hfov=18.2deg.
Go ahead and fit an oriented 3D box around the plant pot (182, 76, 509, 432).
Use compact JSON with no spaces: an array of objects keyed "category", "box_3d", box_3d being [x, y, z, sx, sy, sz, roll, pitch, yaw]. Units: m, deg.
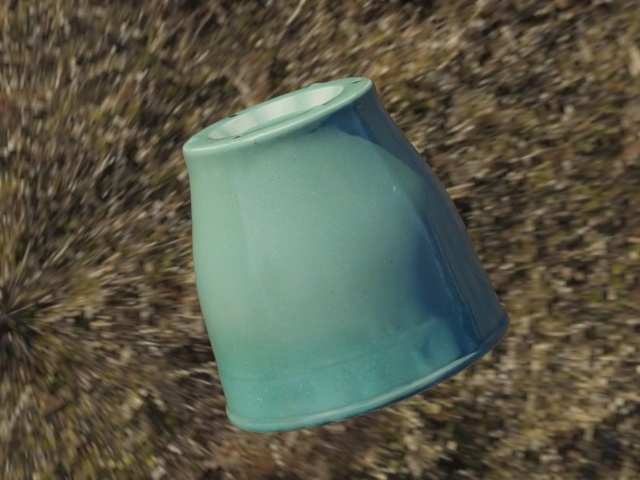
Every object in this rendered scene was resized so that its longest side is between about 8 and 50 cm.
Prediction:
[{"category":"plant pot","box_3d":[0.000,0.000,1.790,0.272,0.271,0.255,-23,102,-9]}]
